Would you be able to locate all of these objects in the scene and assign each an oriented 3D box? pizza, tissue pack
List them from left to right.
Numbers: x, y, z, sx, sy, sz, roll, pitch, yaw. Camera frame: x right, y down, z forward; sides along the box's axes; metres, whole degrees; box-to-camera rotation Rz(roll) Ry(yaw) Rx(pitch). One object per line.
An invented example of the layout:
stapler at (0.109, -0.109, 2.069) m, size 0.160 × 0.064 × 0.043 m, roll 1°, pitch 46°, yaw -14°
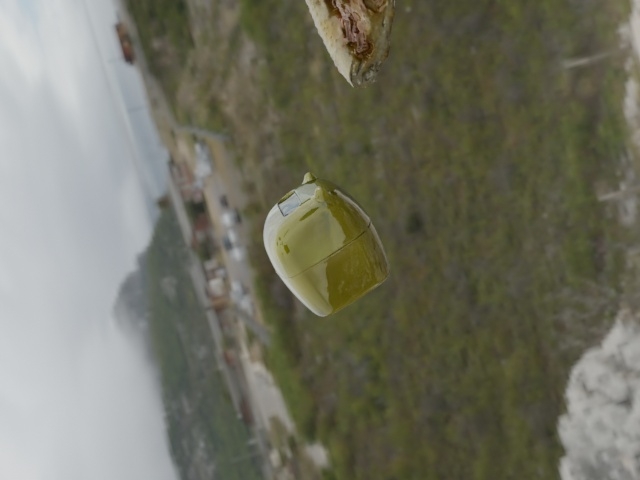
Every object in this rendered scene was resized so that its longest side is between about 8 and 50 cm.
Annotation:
tissue pack at (0.000, 0.000, 1.461) m, size 0.127 × 0.123 × 0.178 m, roll 55°, pitch -179°, yaw -12°
pizza at (0.025, -0.376, 1.653) m, size 0.182 × 0.073 × 0.366 m, roll 169°, pitch 92°, yaw -68°
